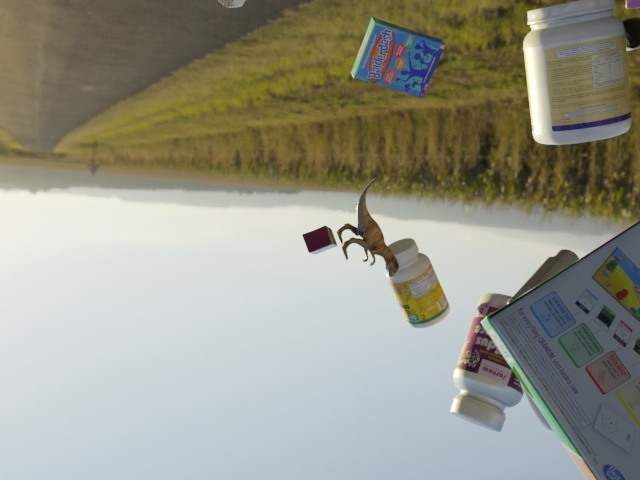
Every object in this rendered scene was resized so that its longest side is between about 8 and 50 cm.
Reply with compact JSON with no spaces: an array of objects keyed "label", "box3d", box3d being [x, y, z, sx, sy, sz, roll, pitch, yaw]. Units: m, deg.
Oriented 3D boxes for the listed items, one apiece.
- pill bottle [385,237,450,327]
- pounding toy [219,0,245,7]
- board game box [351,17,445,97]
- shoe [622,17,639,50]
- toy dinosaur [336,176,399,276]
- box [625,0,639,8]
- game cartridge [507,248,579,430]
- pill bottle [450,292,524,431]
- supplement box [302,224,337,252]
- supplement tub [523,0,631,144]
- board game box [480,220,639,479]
[{"label":"pill bottle","box3d":[0.233,0.104,1.792,0.117,0.208,0.117,-23,-161,9]},{"label":"pounding toy","box3d":[-0.172,-0.640,1.653,0.181,0.206,0.094,42,-153,1]},{"label":"board game box","box3d":[0.208,-0.490,1.940,0.210,0.160,0.047,11,-149,-17]},{"label":"shoe","box3d":[0.778,-0.516,1.804,0.058,0.077,0.219,-19,-174,-4]},{"label":"toy dinosaur","box3d":[0.086,-0.022,1.378,0.112,0.211,0.064,-22,-152,7]},{"label":"box","box3d":[0.622,-0.429,1.112,0.243,0.117,0.213,5,-162,34]},{"label":"game cartridge","box3d":[0.425,0.191,1.289,0.062,0.297,0.198,5,-143,45]},{"label":"pill bottle","box3d":[0.418,0.292,1.725,0.169,0.301,0.169,21,166,6]},{"label":"supplement box","box3d":[0.000,0.000,1.505,0.055,0.043,0.083,-21,173,8]},{"label":"supplement tub","box3d":[0.639,-0.423,1.802,0.241,0.331,0.241,-9,-166,2]},{"label":"board game box","box3d":[0.382,0.106,0.809,0.316,0.242,0.064,-32,168,-1]}]
